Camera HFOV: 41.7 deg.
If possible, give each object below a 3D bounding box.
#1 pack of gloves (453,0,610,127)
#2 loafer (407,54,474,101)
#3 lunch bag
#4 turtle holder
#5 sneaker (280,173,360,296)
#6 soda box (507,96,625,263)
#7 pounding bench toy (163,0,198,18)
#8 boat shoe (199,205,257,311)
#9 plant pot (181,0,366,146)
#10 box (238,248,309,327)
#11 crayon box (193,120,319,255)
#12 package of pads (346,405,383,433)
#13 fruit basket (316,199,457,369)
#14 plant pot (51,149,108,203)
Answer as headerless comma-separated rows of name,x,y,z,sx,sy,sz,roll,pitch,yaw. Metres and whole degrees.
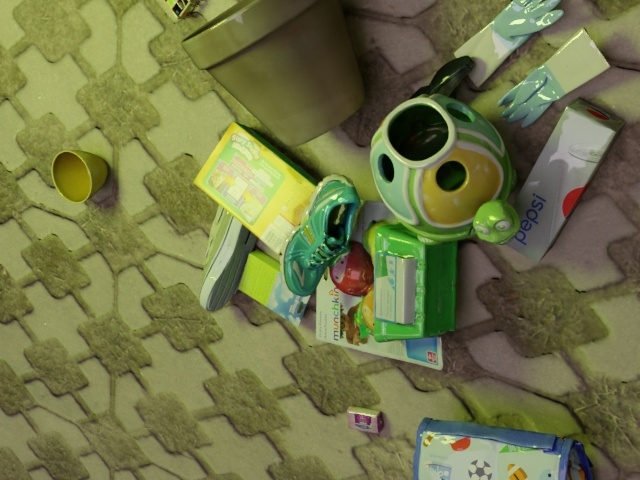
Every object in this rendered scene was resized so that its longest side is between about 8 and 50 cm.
pack of gloves,0.379,-0.328,1.503,0.195,0.046,0.232,56,136,4
loafer,0.235,-0.284,1.593,0.061,0.062,0.170,36,135,-17
lunch bag,0.376,0.537,1.693,0.328,0.239,0.385,0,114,33
turtle holder,0.210,-0.111,1.477,0.243,0.227,0.320,-15,63,18
sneaker,0.000,0.000,1.686,0.110,0.107,0.275,53,128,51
soda box,0.429,-0.105,1.512,0.098,0.091,0.286,33,121,17
pounding bench toy,-0.309,-0.533,1.832,0.083,0.052,0.065,52,125,5
boat shoe,-0.219,0.023,1.960,0.094,0.109,0.302,37,113,30
plant pot,-0.057,-0.348,1.619,0.323,0.323,0.280,-20,112,35
box,-0.099,0.110,1.941,0.178,0.042,0.109,31,121,19
crayon box,-0.122,-0.111,1.801,0.278,0.081,0.165,40,102,22
package of pads,0.102,0.412,1.934,0.083,0.032,0.050,3,110,30
fruit basket,0.106,0.079,1.725,0.353,0.165,0.327,7,100,40
plant pot,-0.591,-0.169,2.109,0.134,0.095,0.134,11,112,28
